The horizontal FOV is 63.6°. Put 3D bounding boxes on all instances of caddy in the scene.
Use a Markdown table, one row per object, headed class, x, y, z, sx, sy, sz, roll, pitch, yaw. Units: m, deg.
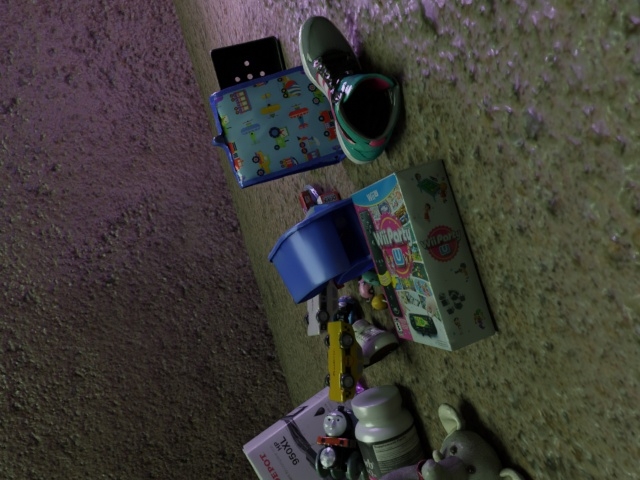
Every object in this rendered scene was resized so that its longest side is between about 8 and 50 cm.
| class | x | y | z | sx | sy | sz | roll | pitch | yaw |
| --- | --- | --- | --- | --- | --- | --- | --- | --- | --- |
| caddy | 0.015 | 0.008 | 1.172 | 0.179 | 0.241 | 0.341 | 64 | 158 | 10 |

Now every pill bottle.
| class | x | y | z | sx | sy | sz | roll | pitch | yaw |
| --- | --- | --- | --- | --- | --- | --- | --- | --- | --- |
| pill bottle | 0.184 | 0.538 | 1.356 | 0.162 | 0.162 | 0.278 | 166 | 86 | -74 |

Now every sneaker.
| class | x | y | z | sx | sy | sz | roll | pitch | yaw |
| --- | --- | --- | --- | --- | --- | --- | --- | --- | --- |
| sneaker | 0.051 | -0.286 | 0.928 | 0.295 | 0.124 | 0.178 | 65 | 170 | -5 |
| sneaker | 0.120 | 0.264 | 1.362 | 0.123 | 0.106 | 0.290 | 64 | 164 | 16 |

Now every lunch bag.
| class | x | y | z | sx | sy | sz | roll | pitch | yaw |
| --- | --- | --- | --- | --- | --- | --- | --- | --- | --- |
| lunch bag | -0.101 | -0.256 | 1.173 | 0.138 | 0.293 | 0.220 | 164 | 88 | -74 |

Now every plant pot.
| class | x | y | z | sx | sy | sz | roll | pitch | yaw |
| --- | --- | --- | --- | --- | --- | --- | --- | --- | --- |
| plant pot | -0.204 | -0.480 | 1.513 | 0.167 | 0.188 | 0.187 | -113 | 9 | -69 |

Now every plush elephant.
| class | x | y | z | sx | sy | sz | roll | pitch | yaw |
| --- | --- | --- | --- | --- | --- | --- | --- | --- | --- |
| plush elephant | 0.243 | 0.474 | 0.968 | 0.272 | 0.330 | 0.255 | 30 | 115 | 48 |

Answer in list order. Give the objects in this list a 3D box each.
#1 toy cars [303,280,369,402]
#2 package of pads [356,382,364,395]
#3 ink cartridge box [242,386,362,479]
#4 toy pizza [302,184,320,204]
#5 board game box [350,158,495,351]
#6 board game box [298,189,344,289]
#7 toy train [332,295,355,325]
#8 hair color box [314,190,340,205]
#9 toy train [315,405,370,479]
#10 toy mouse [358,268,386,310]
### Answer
| class | x | y | z | sx | sy | sz | roll | pitch | yaw |
| --- | --- | --- | --- | --- | --- | --- | --- | --- | --- |
| toy cars | 0.040 | 0.224 | 1.309 | 0.393 | 0.087 | 0.176 | -113 | 35 | -49 |
| package of pads | 0.134 | 0.533 | 1.764 | 0.050 | 0.032 | 0.083 | 38 | 144 | 57 |
| ink cartridge box | -0.011 | 0.684 | 1.672 | 0.285 | 0.395 | 0.166 | 57 | 162 | 6 |
| toy pizza | -0.003 | -0.072 | 1.539 | 0.201 | 0.032 | 0.201 | 161 | 90 | -73 |
| board game box | 0.175 | 0.030 | 0.934 | 0.224 | 0.098 | 0.303 | 163 | 90 | -74 |
| board game box | 0.000 | 0.000 | 1.455 | 0.145 | 0.027 | 0.281 | 151 | 99 | -86 |
| toy train | 0.068 | 0.248 | 1.542 | 0.105 | 0.080 | 0.184 | -67 | -21 | -61 |
| hair color box | 0.041 | -0.039 | 1.388 | 0.093 | 0.053 | 0.167 | 135 | 114 | -75 |
| toy train | 0.098 | 0.589 | 1.485 | 0.334 | 0.142 | 0.190 | 39 | -130 | -50 |
| toy mouse | 0.123 | 0.115 | 1.323 | 0.161 | 0.031 | 0.143 | 126 | 124 | -71 |
